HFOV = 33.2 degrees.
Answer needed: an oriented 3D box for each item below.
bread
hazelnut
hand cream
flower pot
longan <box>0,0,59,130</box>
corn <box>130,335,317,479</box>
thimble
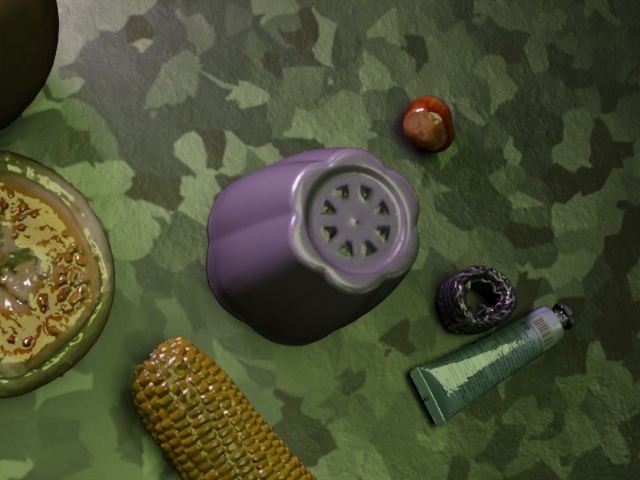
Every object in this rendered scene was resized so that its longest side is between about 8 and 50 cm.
[{"bbox_3d":[-0.397,0.038,1.279,0.305,0.159,0.305,2,83,-18],"label":"bread"},{"bbox_3d":[0.160,-0.172,1.589,0.086,0.086,0.086,4,78,-21],"label":"hazelnut"},{"bbox_3d":[0.257,0.168,1.572,0.271,0.058,0.091,-28,94,-20],"label":"hand cream"},{"bbox_3d":[0.000,0.000,1.402,0.265,0.243,0.265,3,81,-19],"label":"flower pot"},{"bbox_3d":[-0.454,-0.258,1.259,0.297,0.297,0.297,4,78,-21],"label":"longan"},{"bbox_3d":[-0.098,0.296,1.363,0.144,0.144,0.387,-39,90,-23],"label":"corn"},{"bbox_3d":[0.227,0.087,1.563,0.104,0.066,0.095,-24,79,-27],"label":"thimble"}]
